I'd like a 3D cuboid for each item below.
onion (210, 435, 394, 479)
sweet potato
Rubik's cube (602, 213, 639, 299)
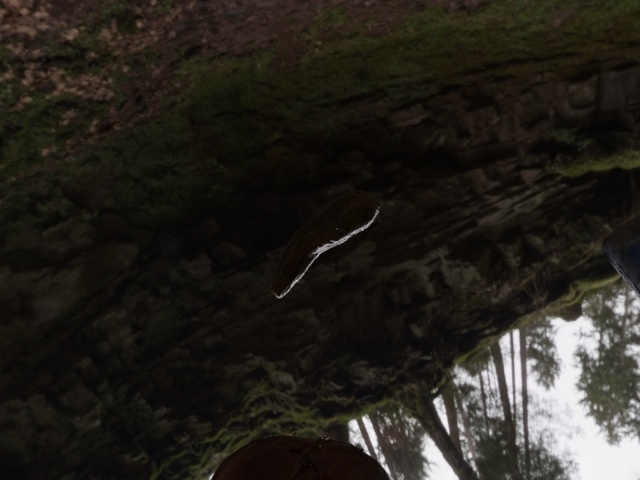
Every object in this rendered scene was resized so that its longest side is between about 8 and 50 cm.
[{"bbox_3d":[-0.021,0.454,0.795,0.354,0.353,0.353,-12,-143,9],"label":"onion"},{"bbox_3d":[-0.002,-0.001,0.822,0.233,0.062,0.081,-41,-155,9],"label":"sweet potato"},{"bbox_3d":[0.485,0.040,0.355,0.344,0.344,0.337,-41,-115,31],"label":"Rubik's cube"}]
